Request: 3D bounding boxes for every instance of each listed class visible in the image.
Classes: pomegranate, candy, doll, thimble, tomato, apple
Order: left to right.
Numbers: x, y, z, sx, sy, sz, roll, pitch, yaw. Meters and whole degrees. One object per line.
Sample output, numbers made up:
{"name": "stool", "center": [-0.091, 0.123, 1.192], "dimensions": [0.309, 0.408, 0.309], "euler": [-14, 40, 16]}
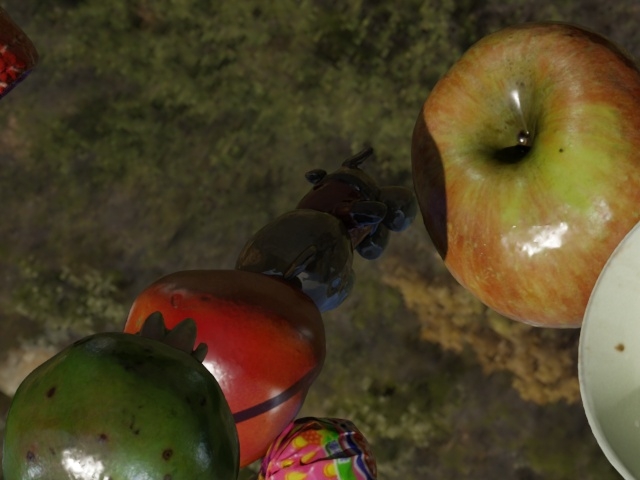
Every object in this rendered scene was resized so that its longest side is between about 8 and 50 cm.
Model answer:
{"name": "thimble", "center": [-0.432, -0.211, 1.576], "dimensions": [0.125, 0.163, 0.189], "euler": [51, 156, -11]}
{"name": "pomegranate", "center": [-0.147, 0.143, 1.032], "dimensions": [0.187, 0.187, 0.225], "euler": [32, -148, -10]}
{"name": "tomato", "center": [-0.144, 0.156, 1.701], "dimensions": [0.226, 0.299, 0.298], "euler": [36, -178, -32]}
{"name": "candy", "center": [-0.115, 0.287, 1.391], "dimensions": [0.124, 0.365, 0.124], "euler": [161, 90, -88]}
{"name": "doll", "center": [0.000, 0.000, 1.949], "dimensions": [0.174, 0.235, 0.330], "euler": [47, -132, -3]}
{"name": "apple", "center": [0.243, -0.061, 1.365], "dimensions": [0.277, 0.309, 0.250], "euler": [-1, 163, 34]}

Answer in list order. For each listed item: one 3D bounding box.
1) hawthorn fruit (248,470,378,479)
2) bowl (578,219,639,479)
{"name": "hawthorn fruit", "center": [-0.009, 0.460, 1.917], "dimensions": [0.316, 0.316, 0.316], "euler": [33, -176, -3]}
{"name": "bowl", "center": [0.352, 0.094, 1.021], "dimensions": [0.145, 0.277, 0.277], "euler": [28, -173, -44]}
